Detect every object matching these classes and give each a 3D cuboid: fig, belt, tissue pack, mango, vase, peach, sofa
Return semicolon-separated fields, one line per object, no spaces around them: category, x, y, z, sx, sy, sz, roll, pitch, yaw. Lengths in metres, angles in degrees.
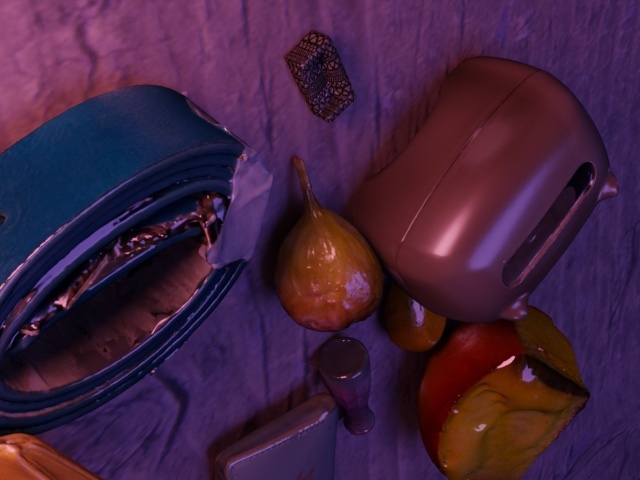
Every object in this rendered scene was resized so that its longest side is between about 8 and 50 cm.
fig;0.000;0.000;1.406;0.159;0.159;0.257;-28;113;-31
belt;-0.254;0.021;1.099;0.436;0.173;0.300;-38;148;-16
tissue pack;0.257;-0.070;1.502;0.387;0.277;0.267;-52;139;-7
mango;0.160;0.124;1.682;0.115;0.089;0.165;-44;138;-17
vase;0.053;0.257;1.673;0.086;0.086;0.214;-40;144;-21
peach;0.323;0.270;1.840;0.306;0.242;0.380;4;136;-23
sofa;0.001;-0.217;1.310;0.060;0.039;0.118;-45;141;-13

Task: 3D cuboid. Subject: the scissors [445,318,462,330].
scissors;0.342;0.036;1.866;0.360;0.029;0.191;-36;142;-27

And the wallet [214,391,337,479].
wallet;-0.073;0.433;1.652;0.252;0.083;0.360;-27;136;-30

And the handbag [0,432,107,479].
handbag;-0.413;0.390;1.116;0.401;0.133;0.283;-30;147;9
